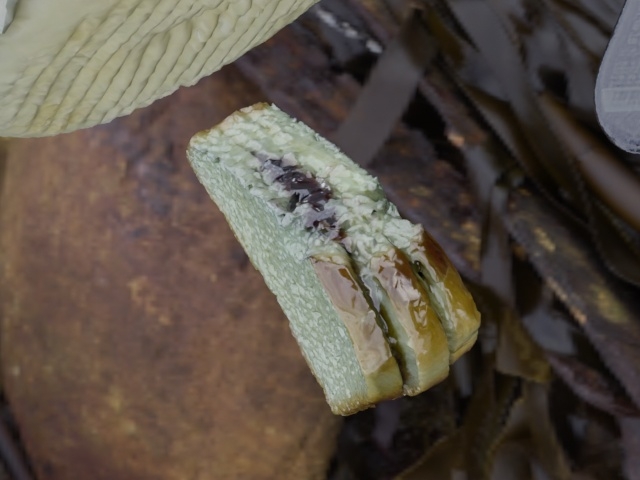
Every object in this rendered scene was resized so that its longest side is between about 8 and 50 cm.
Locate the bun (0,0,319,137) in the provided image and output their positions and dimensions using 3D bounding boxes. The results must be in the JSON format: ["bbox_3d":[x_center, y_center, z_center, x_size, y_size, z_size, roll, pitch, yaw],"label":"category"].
[{"bbox_3d":[-0.081,-0.161,0.696,0.287,0.287,0.146,-36,80,35],"label":"bun"}]

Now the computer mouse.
[{"bbox_3d":[0.345,-0.186,1.388,0.147,0.088,0.264,7,73,43],"label":"computer mouse"}]

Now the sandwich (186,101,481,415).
[{"bbox_3d":[0.004,-0.002,1.181,0.288,0.100,0.254,60,168,8],"label":"sandwich"}]
